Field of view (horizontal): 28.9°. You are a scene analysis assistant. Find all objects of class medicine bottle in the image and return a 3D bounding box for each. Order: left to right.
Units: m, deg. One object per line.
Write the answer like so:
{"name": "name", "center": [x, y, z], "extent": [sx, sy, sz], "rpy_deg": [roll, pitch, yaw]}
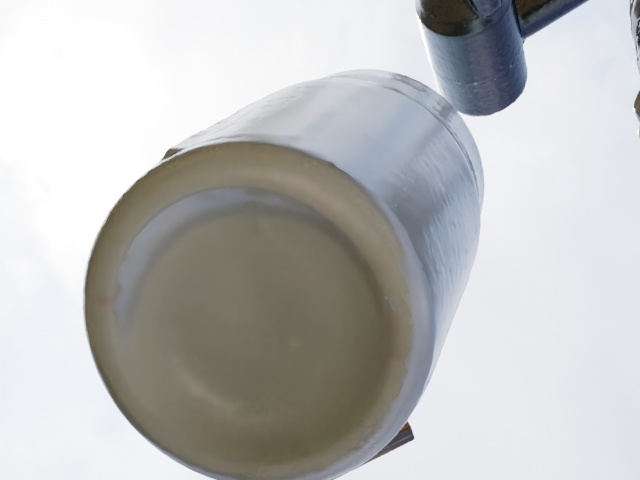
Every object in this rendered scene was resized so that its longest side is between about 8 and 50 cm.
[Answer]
{"name": "medicine bottle", "center": [0.000, 0.000, 0.850], "extent": [0.211, 0.211, 0.371], "rpy_deg": [-35, -175, 19]}

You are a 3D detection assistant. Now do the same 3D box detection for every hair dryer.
{"name": "hair dryer", "center": [0.251, -0.301, 1.426], "extent": [0.302, 0.244, 0.116], "rpy_deg": [-32, -119, -3]}

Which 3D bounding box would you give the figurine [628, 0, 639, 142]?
{"name": "figurine", "center": [0.414, -0.177, 1.146], "extent": [0.266, 0.361, 0.378], "rpy_deg": [0, -122, 9]}

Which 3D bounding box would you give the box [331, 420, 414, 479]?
{"name": "box", "center": [0.013, 0.186, 1.203], "extent": [0.133, 0.023, 0.090], "rpy_deg": [-25, -137, -6]}
